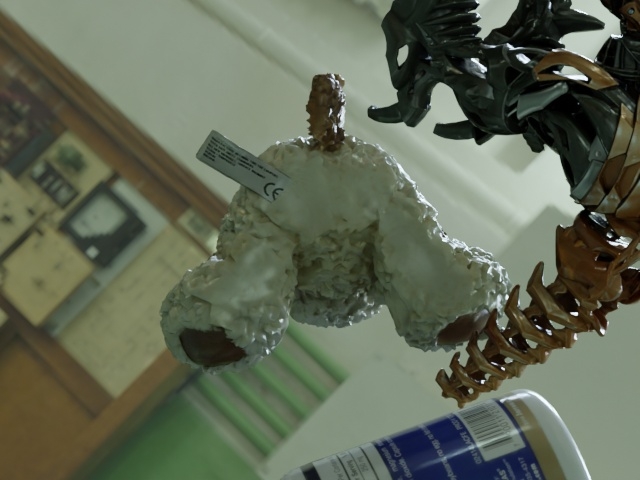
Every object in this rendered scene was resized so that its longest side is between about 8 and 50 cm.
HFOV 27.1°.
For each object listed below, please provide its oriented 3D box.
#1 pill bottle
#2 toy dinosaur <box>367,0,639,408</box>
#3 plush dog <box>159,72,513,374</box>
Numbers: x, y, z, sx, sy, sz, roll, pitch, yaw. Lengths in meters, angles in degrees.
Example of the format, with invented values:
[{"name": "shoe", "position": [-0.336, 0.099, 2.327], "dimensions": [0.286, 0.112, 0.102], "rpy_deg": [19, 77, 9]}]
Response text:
[{"name": "pill bottle", "position": [0.054, 0.215, 0.934], "dimensions": [0.153, 0.264, 0.153], "rpy_deg": [162, -90, -83]}, {"name": "toy dinosaur", "position": [0.145, -0.066, 0.660], "dimensions": [0.218, 0.322, 0.164], "rpy_deg": [37, -7, 31]}, {"name": "plush dog", "position": [0.000, 0.000, 1.053], "dimensions": [0.225, 0.262, 0.211], "rpy_deg": [111, -27, -77]}]
